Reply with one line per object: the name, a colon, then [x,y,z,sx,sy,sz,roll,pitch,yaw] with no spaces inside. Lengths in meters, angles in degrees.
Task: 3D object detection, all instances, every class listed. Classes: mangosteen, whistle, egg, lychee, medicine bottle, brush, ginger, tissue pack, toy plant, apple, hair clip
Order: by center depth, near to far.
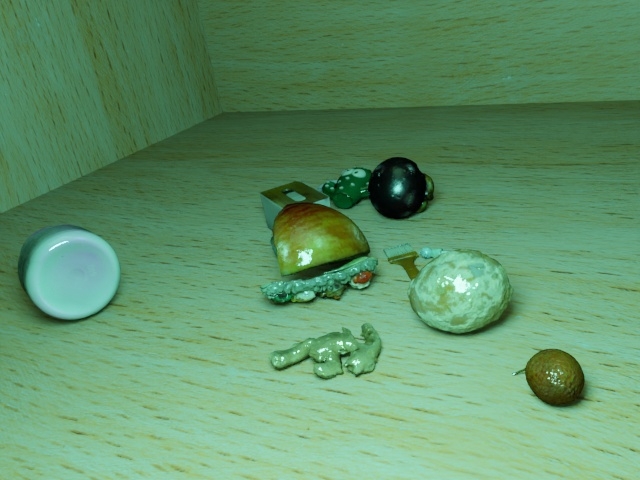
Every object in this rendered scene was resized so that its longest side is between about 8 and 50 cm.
lychee: [0.438,0.253,1.145,0.115,0.101,0.140,-1,22,7]
ginger: [0.013,0.256,1.346,0.259,0.065,0.149,-9,27,-4]
egg: [0.317,0.116,1.381,0.233,0.194,0.195,-13,21,26]
hair clip: [0.005,0.120,1.602,0.322,0.091,0.138,-15,-2,-7]
apple: [0.000,0.000,1.678,0.254,0.179,0.346,24,17,26]
brush: [0.255,0.083,1.685,0.090,0.017,0.314,-14,25,-4]
whistle: [0.331,0.037,1.729,0.100,0.035,0.035,3,28,24]
medicine bottle: [-0.754,0.079,1.778,0.256,0.256,0.325,-25,21,-30]
mangosteen: [0.285,-0.169,2.028,0.250,0.211,0.211,14,13,-28]
tissue pack: [-0.082,-0.094,2.043,0.160,0.135,0.246,-20,27,-22]
toy plant: [0.125,-0.206,2.236,0.243,0.112,0.233,-30,36,-26]

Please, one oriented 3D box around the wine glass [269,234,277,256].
wine glass: [-0.049,-0.006,1.868,0.204,0.111,0.111,-24,28,-32]
